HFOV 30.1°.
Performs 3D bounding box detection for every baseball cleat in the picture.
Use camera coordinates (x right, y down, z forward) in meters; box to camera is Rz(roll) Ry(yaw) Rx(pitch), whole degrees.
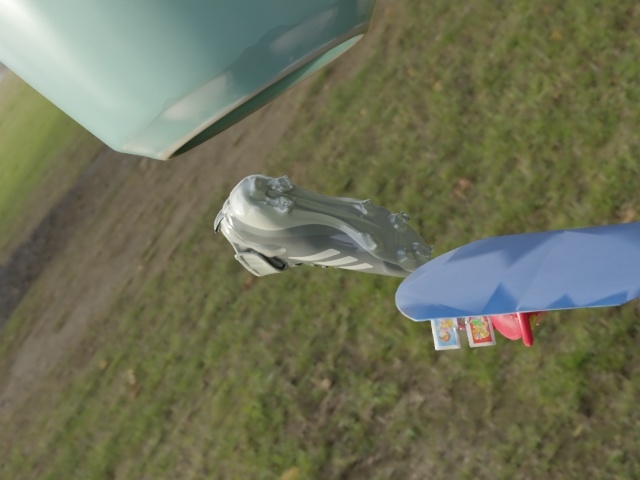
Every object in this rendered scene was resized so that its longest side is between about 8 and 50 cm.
[{"bbox_3d":[0.000,0.000,1.133,0.109,0.206,0.072,-51,23,42],"label":"baseball cleat"}]

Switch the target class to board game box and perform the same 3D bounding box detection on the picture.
[{"bbox_3d":[0.129,0.030,0.682,0.169,0.033,0.133,-6,17,25],"label":"board game box"}]

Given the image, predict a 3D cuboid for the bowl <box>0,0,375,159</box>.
[{"bbox_3d":[-0.082,-0.169,0.845,0.312,0.163,0.311,-31,4,2],"label":"bowl"}]
